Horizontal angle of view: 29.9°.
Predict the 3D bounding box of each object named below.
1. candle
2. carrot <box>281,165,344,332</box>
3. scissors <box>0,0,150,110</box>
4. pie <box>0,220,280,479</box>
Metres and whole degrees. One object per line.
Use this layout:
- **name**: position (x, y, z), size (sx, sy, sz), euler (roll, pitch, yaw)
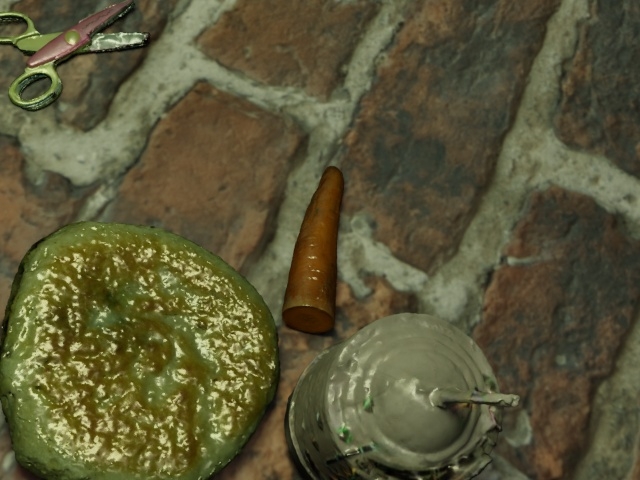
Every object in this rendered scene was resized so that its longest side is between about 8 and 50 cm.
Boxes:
- **candle**: position (0.082, 0.167, 1.180), size (0.187, 0.330, 0.187), euler (4, 74, -13)
- **carrot**: position (0.000, 0.000, 1.382), size (0.061, 0.061, 0.209), euler (13, 60, -7)
- **scissors**: position (-0.297, -0.236, 1.432), size (0.187, 0.020, 0.133), euler (-22, 77, -18)
- **pie**: position (-0.191, 0.125, 1.277), size (0.323, 0.070, 0.323), euler (6, 66, -14)
